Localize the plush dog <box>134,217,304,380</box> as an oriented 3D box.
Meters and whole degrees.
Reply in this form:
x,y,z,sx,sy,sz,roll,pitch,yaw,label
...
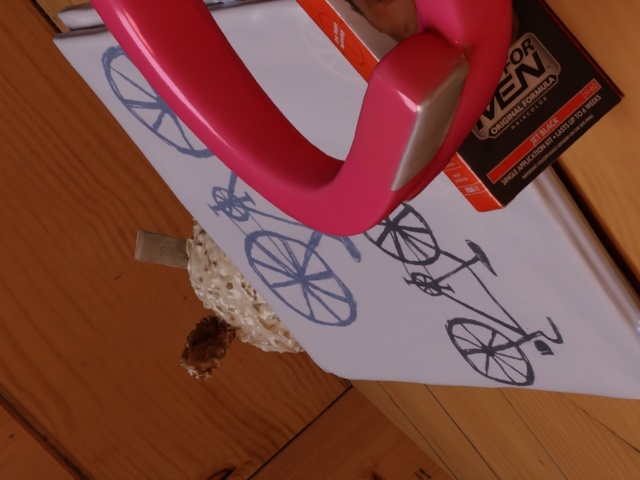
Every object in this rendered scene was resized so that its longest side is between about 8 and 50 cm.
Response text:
x,y,z,sx,sy,sz,roll,pitch,yaw,label
0.000,0.000,1.176,0.262,0.210,0.225,47,148,-7,plush dog

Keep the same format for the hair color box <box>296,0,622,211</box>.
x,y,z,sx,sy,sz,roll,pitch,yaw,label
0.051,-0.087,0.665,0.141,0.072,0.043,48,173,-4,hair color box

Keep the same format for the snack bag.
x,y,z,sx,sy,sz,roll,pitch,yaw,label
0.026,-0.028,0.932,0.342,0.037,0.323,-1,134,51,snack bag

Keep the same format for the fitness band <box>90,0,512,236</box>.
x,y,z,sx,sy,sz,roll,pitch,yaw,label
-0.027,-0.107,0.591,0.209,0.054,0.291,47,163,8,fitness band
